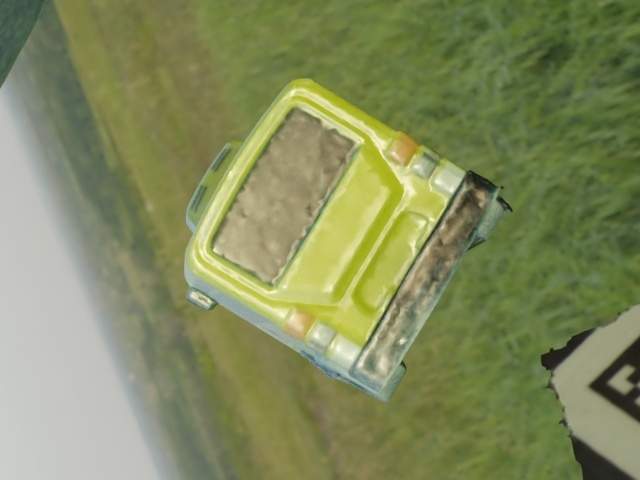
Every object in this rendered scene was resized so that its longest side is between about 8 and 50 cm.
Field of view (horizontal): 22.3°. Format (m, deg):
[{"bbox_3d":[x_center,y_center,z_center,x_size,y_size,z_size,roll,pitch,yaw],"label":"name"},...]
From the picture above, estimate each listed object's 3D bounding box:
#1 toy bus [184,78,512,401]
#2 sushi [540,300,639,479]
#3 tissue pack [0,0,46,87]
[{"bbox_3d":[0.000,0.000,0.616,0.101,0.088,0.175,30,175,-3],"label":"toy bus"},{"bbox_3d":[0.209,0.055,0.311,0.050,0.290,0.264,53,-165,-36],"label":"sushi"},{"bbox_3d":[-0.130,-0.205,0.481,0.103,0.315,0.228,33,-167,27],"label":"tissue pack"}]
